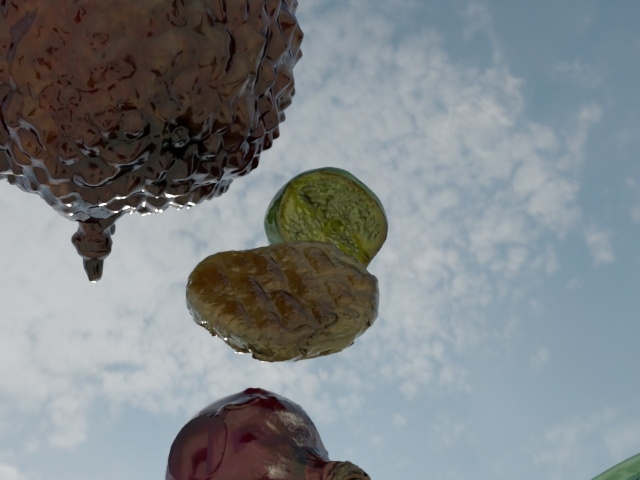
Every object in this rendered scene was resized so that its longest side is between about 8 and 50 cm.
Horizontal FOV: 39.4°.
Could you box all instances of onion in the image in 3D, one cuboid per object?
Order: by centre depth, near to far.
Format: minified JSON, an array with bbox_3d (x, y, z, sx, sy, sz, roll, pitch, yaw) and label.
[{"bbox_3d":[-0.055,0.207,0.794,0.135,0.173,0.198,38,-42,-28],"label":"onion"}]

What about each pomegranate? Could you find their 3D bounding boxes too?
[{"bbox_3d":[-0.004,-0.003,1.071,0.143,0.122,0.169,30,-96,-22],"label":"pomegranate"}]

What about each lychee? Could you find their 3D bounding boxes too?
[{"bbox_3d":[-0.230,-0.200,1.016,0.424,0.424,0.500,14,-88,-15],"label":"lychee"}]

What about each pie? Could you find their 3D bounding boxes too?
[{"bbox_3d":[-0.035,0.056,0.882,0.195,0.195,0.046,-1,-60,-9],"label":"pie"}]

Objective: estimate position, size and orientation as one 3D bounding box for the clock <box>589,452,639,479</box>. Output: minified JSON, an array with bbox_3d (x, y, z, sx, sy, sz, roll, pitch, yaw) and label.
[{"bbox_3d":[0.153,0.140,0.387,0.211,0.159,0.066,-29,-95,-28],"label":"clock"}]
